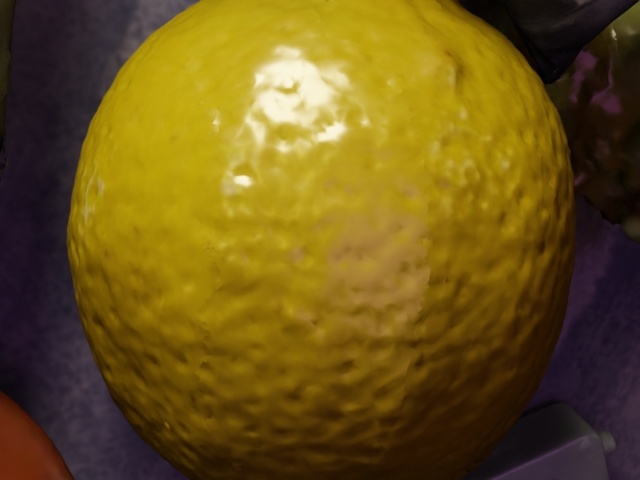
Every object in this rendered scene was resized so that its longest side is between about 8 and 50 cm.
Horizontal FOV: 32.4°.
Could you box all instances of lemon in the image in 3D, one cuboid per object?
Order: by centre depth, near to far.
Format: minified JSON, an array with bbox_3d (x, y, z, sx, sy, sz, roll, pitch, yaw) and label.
[{"bbox_3d":[0.000,0.002,0.683,0.336,0.336,0.336,-6,108,-18],"label":"lemon"}]

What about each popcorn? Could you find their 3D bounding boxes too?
[{"bbox_3d":[0.268,-0.086,0.808,0.286,0.174,0.225,4,122,15],"label":"popcorn"}]

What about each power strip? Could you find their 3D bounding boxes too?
[{"bbox_3d":[0.083,0.244,0.923,0.385,0.062,0.091,-22,115,-11],"label":"power strip"}]

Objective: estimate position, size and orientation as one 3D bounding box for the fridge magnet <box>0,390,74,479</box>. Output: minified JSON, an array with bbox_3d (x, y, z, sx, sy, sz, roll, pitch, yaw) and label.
[{"bbox_3d":[-0.333,0.227,0.720,0.363,0.155,0.364,-6,109,-18],"label":"fridge magnet"}]

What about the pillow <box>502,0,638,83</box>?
[{"bbox_3d":[0.133,-0.219,0.593,0.186,0.106,0.250,-39,129,10],"label":"pillow"}]

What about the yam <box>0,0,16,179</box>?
[{"bbox_3d":[-0.269,-0.182,0.589,0.241,0.241,0.348,1,108,-20],"label":"yam"}]
